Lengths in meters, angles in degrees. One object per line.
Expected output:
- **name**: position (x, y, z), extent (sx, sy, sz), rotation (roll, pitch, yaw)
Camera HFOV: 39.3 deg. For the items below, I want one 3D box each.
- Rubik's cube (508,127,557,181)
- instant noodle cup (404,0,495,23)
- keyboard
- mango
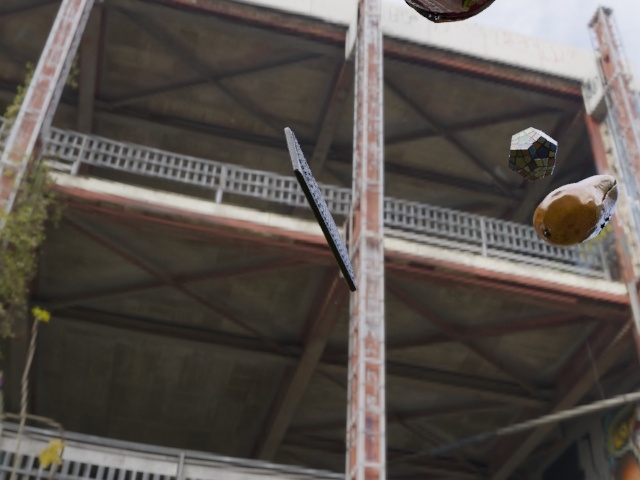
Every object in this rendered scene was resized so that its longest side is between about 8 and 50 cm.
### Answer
- **Rubik's cube**: position (0.435, -0.176, 1.836), extent (0.111, 0.093, 0.111), rotation (-15, -22, -6)
- **instant noodle cup**: position (0.182, -0.501, 1.489), extent (0.251, 0.251, 0.190), rotation (-30, -14, 32)
- **keyboard**: position (0.013, -0.003, 1.300), extent (0.041, 0.103, 0.381), rotation (-15, -41, 2)
- **mango**: position (0.372, -0.039, 1.295), extent (0.159, 0.084, 0.105), rotation (-18, -10, -38)
